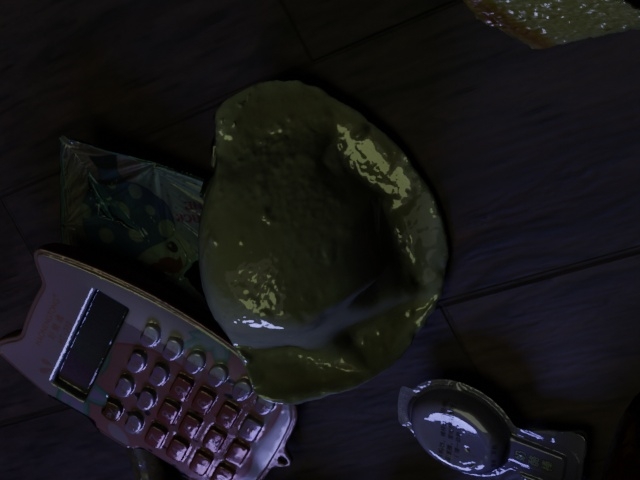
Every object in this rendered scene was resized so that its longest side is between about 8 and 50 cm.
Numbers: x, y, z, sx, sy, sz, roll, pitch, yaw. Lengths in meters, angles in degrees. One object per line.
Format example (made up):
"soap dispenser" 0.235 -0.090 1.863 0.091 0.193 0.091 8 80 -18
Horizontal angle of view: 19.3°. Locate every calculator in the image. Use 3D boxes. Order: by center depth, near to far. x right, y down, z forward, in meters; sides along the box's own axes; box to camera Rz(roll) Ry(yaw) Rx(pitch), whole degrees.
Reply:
"calculator" -0.167 0.138 1.928 0.330 0.048 0.220 33 130 3

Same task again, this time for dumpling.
"dumpling" 0.000 0.004 1.674 0.227 0.175 0.243 -5 132 10

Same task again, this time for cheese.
"cheese" 0.154 0.182 1.726 0.191 0.042 0.105 22 130 24

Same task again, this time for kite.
"kite" -0.161 0.019 1.879 0.335 0.011 0.314 -31 102 40

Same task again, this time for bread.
"bread" 0.180 -0.212 1.439 0.147 0.127 0.152 -3 148 39

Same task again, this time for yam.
"yam" -0.201 0.206 2.037 0.045 0.045 0.326 -117 6 -75

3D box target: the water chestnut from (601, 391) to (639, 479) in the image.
"water chestnut" 0.325 0.207 1.481 0.224 0.224 0.238 38 131 15
